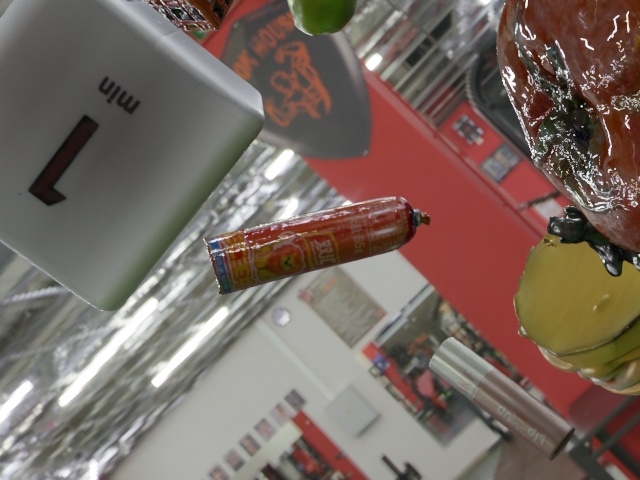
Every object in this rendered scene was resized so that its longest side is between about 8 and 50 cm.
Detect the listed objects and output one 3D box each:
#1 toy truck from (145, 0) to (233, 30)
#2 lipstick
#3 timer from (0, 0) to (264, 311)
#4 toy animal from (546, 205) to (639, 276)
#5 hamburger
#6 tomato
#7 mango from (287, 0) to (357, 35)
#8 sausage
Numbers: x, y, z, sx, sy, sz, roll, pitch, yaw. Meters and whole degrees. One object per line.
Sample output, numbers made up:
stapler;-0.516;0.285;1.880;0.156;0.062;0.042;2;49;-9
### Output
toy truck;-0.142;-0.405;1.260;0.114;0.108;0.252;45;-118;-48
lipstick;0.302;0.263;1.596;0.070;0.254;0.070;-39;-30;-27
timer;-0.176;-0.090;0.762;0.195;0.194;0.192;-52;12;8
toy animal;0.363;0.005;1.031;0.146;0.245;0.114;-69;1;-75
hamburger;0.431;0.084;1.288;0.276;0.237;0.276;-41;33;35
tomato;0.173;-0.085;0.533;0.095;0.236;0.236;-22;-13;-11
mango;-0.001;-0.278;0.903;0.074;0.165;0.091;-4;3;-13
sausage;0.000;0.000;1.156;0.274;0.074;0.074;-14;-13;-6
